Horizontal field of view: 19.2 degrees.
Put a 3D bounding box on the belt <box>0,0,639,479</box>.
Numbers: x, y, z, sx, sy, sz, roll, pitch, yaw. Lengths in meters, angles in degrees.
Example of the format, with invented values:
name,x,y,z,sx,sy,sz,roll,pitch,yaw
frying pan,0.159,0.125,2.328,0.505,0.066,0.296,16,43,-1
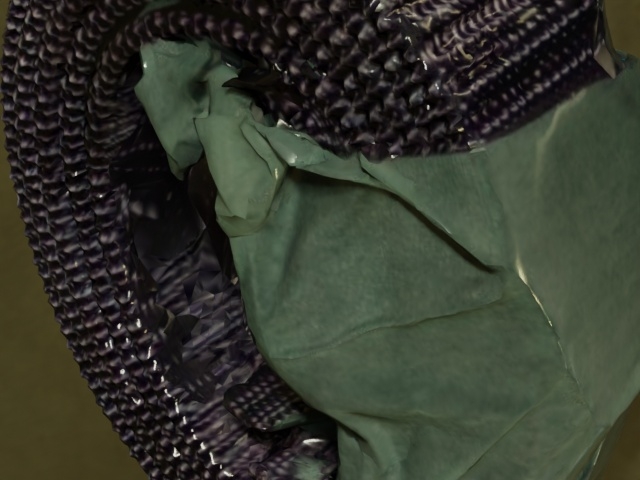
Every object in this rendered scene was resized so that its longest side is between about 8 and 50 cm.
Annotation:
name,x,y,z,sx,sy,sz,roll,pitch,yaw
belt,0.000,0.000,0.716,0.122,0.260,0.325,-35,125,-40
